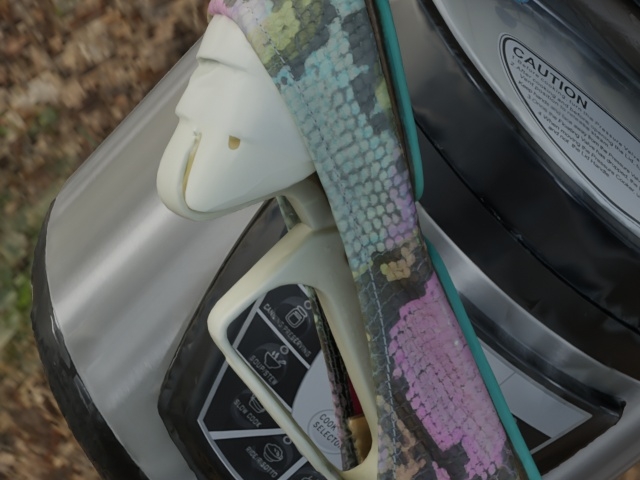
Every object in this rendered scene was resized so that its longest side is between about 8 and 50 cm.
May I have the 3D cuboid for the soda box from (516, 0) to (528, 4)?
[{"bbox_3d":[0.040,-0.144,0.467,0.071,0.067,0.210,28,33,-11],"label":"soda box"}]

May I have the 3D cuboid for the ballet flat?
[{"bbox_3d":[0.000,0.000,0.553,0.079,0.077,0.221,-22,106,-11],"label":"ballet flat"}]

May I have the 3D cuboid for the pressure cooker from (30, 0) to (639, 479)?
[{"bbox_3d":[0.076,-0.021,1.117,0.420,0.370,0.375,-42,58,27],"label":"pressure cooker"}]
